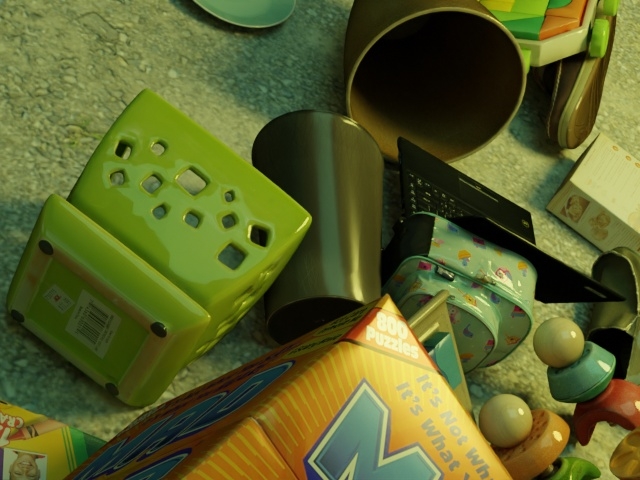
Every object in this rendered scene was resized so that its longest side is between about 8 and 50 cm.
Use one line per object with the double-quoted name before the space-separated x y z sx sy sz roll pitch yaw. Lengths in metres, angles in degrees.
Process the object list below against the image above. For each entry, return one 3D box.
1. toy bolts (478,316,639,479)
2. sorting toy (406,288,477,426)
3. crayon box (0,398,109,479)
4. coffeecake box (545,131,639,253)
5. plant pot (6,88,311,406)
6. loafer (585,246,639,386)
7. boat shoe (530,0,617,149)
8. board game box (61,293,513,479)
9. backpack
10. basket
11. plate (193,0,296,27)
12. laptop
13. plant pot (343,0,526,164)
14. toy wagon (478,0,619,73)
"toy bolts" 0.300 0.182 1.554 0.158 0.218 0.228 52 35 -13
"sorting toy" 0.076 0.214 1.408 0.041 0.229 0.307 6 28 37
"crayon box" -0.325 0.226 1.239 0.278 0.081 0.165 24 45 -11
"coffeecake box" 0.429 -0.044 1.932 0.185 0.068 0.142 38 43 3
"plant pot" -0.180 0.024 1.405 0.227 0.228 0.207 38 49 1
"loafer" 0.388 0.108 1.756 0.087 0.094 0.251 15 47 -25
"boat shoe" 0.365 -0.264 2.071 0.123 0.123 0.342 8 48 16
"board game box" -0.055 0.322 1.051 0.356 0.356 0.356 -38 97 -44
"backpack" 0.155 0.073 1.596 0.188 0.166 0.144 17 47 -16
"basket" 0.000 0.000 1.567 0.154 0.204 0.227 -9 55 11
"plate" -0.123 -0.357 1.906 0.188 0.024 0.188 16 47 -18
"laptop" 0.230 -0.030 1.708 0.234 0.136 0.264 29 37 -25
"plant pot" 0.125 -0.266 1.856 0.237 0.237 0.254 12 33 -22
"toy wagon" 0.289 -0.324 2.008 0.267 0.068 0.344 9 42 15
